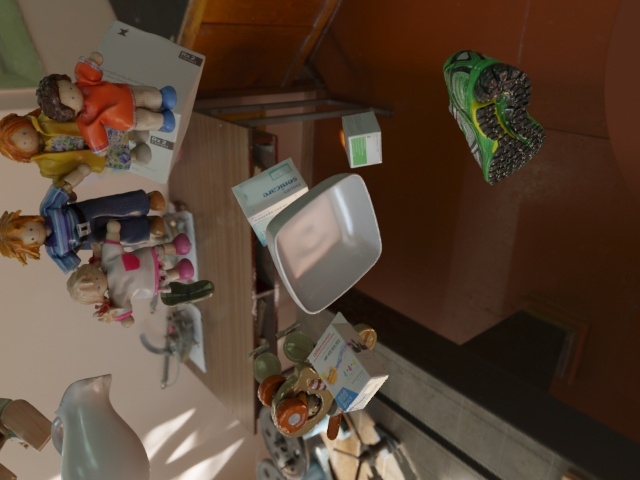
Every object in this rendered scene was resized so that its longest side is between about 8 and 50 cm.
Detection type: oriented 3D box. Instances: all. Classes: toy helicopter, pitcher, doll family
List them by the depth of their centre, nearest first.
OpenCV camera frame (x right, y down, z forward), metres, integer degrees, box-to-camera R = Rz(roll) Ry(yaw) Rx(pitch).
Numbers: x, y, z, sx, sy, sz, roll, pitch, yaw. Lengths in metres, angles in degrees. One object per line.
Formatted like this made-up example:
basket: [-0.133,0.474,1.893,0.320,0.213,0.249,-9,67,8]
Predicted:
doll family: [-0.235,-0.045,0.498,0.118,0.163,0.263,-1,98,33]
pitcher: [-0.371,0.352,0.809,0.178,0.125,0.207,-44,66,29]
toy helicopter: [0.027,0.372,1.306,0.235,0.355,0.140,49,170,-33]

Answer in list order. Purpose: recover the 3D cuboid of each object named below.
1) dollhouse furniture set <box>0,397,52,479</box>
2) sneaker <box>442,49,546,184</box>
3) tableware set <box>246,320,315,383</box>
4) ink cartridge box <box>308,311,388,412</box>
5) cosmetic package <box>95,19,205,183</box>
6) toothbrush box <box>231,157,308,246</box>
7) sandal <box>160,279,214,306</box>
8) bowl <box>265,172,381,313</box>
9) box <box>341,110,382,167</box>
dollhouse furniture set: [-0.935,0.523,1.180,0.361,0.394,0.257,-9,124,33]
sneaker: [0.328,-0.233,0.947,0.146,0.134,0.343,59,-173,36]
tableware set: [-0.102,0.326,1.385,0.194,0.039,0.128,-35,69,7]
ink cartridge box: [0.044,0.244,1.021,0.181,0.061,0.104,50,118,37]
cosmetic package: [-0.297,-0.224,0.828,0.184,0.151,0.152,127,156,-53]
toothbrush box: [-0.149,-0.120,1.672,0.126,0.216,0.295,60,175,16]
sandal: [-0.370,0.150,1.392,0.180,0.049,0.072,-9,64,18]
bowl: [0.000,0.000,0.591,0.053,0.142,0.142,25,146,45]
box: [0.108,-0.261,1.289,0.101,0.087,0.102,80,179,-45]
